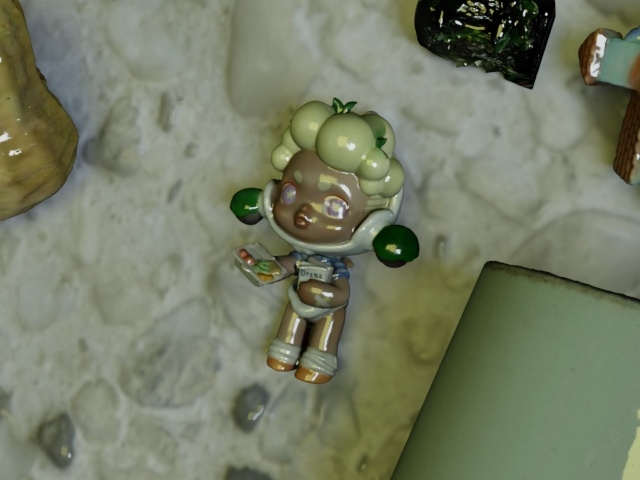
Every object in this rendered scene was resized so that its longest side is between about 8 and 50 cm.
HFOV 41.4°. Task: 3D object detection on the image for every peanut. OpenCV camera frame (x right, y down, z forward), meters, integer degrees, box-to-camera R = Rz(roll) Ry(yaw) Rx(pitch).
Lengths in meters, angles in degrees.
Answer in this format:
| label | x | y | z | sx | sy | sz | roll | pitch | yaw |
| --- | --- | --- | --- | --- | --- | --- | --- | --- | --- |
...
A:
| label | x | y | z | sx | sy | sz | roll | pitch | yaw |
| --- | --- | --- | --- | --- | --- | --- | --- | --- | --- |
| peanut | -0.295 | -0.116 | 0.636 | 0.196 | 0.110 | 0.233 | -8 | 125 | 4 |

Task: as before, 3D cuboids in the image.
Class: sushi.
| label | x | y | z | sx | sy | sz | roll | pitch | yaw |
| --- | --- | --- | --- | --- | --- | --- | --- | --- | --- |
| sushi | 0.109 | -0.148 | 0.569 | 0.083 | 0.084 | 0.056 | 19 | 90 | 18 |

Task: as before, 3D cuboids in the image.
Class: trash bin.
| label | x | y | z | sx | sy | sz | roll | pitch | yaw |
| --- | --- | --- | --- | --- | --- | --- | --- | --- | --- |
| trash bin | 0.122 | 0.253 | 0.439 | 0.280 | 0.280 | 0.432 | 21 | 88 | 16 |

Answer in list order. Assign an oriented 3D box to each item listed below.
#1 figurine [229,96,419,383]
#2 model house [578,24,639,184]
| label | x | y | z | sx | sy | sz | roll | pitch | yaw |
| --- | --- | --- | --- | --- | --- | --- | --- | --- | --- |
| figurine | 0.000 | -0.001 | 0.584 | 0.147 | 0.093 | 0.197 | 16 | 91 | 27 |
| model house | 0.236 | -0.088 | 0.528 | 0.148 | 0.119 | 0.148 | 26 | 118 | 40 |
